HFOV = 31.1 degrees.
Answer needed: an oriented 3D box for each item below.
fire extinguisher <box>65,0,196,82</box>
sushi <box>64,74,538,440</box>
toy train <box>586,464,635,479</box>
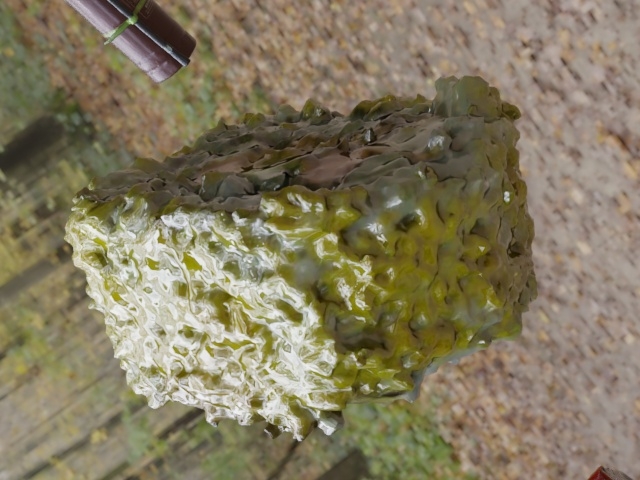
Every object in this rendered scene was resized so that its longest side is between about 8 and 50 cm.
[{"bbox_3d":[-0.131,-0.146,0.666,0.132,0.039,0.056,42,180,-28],"label":"fire extinguisher"},{"bbox_3d":[0.000,0.000,1.075,0.396,0.351,0.240,1,115,40],"label":"sushi"},{"bbox_3d":[0.248,0.240,0.885,0.086,0.089,0.409,42,-177,25],"label":"toy train"}]
